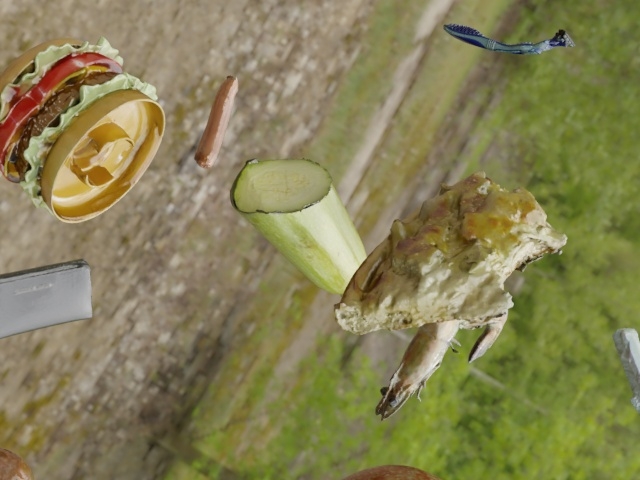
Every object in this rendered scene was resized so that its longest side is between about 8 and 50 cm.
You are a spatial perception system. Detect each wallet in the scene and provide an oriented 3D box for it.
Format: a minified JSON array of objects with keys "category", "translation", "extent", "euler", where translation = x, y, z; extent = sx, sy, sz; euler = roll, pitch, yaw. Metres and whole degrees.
[{"category":"wallet","translation":[-0.566,0.118,2.380],"extent":[0.250,0.044,0.149],"euler":[-11,126,-24]}]

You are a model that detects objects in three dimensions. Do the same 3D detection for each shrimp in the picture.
[{"category":"shrimp","translation":[0.210,0.192,2.051],"extent":[0.296,0.169,0.058],"euler":[-56,-143,11]}]

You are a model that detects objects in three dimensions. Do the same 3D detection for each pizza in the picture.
[{"category":"pizza","translation":[0.160,0.004,1.440],"extent":[0.323,0.223,0.089],"euler":[-42,122,-35]}]

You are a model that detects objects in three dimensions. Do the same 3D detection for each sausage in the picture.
[{"category":"sausage","translation":[-0.187,-0.214,2.208],"extent":[0.047,0.040,0.177],"euler":[82,24,-74]}]

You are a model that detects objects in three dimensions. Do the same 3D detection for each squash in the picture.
[{"category":"squash","translation":[0.011,0.000,1.684],"extent":[0.137,0.287,0.137],"euler":[-26,-142,22]}]

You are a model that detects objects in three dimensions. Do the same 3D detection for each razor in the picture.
[{"category":"razor","translation":[0.210,-0.229,1.393],"extent":[0.044,0.154,0.028],"euler":[25,77,-64]}]

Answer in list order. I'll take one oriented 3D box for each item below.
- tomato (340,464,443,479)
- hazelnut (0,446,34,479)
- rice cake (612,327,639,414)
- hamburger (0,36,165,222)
[{"category":"tomato","translation":[0.097,0.431,1.602],"extent":[0.270,0.270,0.222],"euler":[-60,168,1]},{"category":"hazelnut","translation":[-0.411,0.313,1.443],"extent":[0.154,0.143,0.143],"euler":[-34,168,-11]},{"category":"rice cake","translation":[0.482,0.218,1.837],"extent":[0.042,0.180,0.030],"euler":[0,155,-34]},{"category":"hamburger","translation":[-0.393,-0.184,1.878],"extent":[0.274,0.212,0.274],"euler":[-43,162,-18]}]
